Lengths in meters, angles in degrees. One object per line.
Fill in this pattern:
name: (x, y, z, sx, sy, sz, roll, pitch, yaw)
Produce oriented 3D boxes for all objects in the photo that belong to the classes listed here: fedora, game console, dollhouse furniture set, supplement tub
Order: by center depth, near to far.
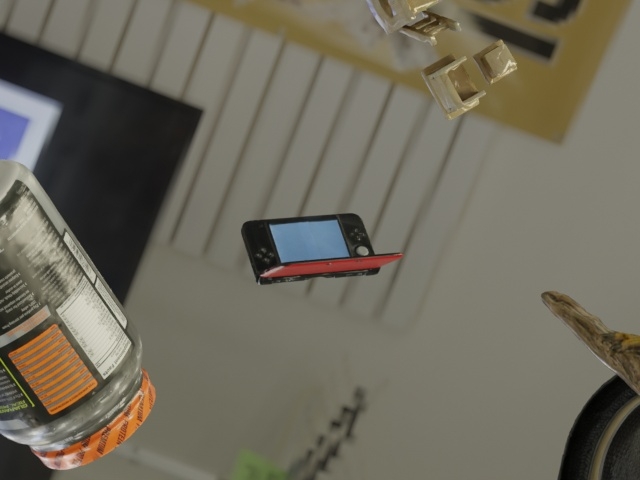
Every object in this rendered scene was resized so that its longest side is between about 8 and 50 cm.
dollhouse furniture set: (0.162, -0.230, 1.867, 0.182, 0.161, 0.101, -29, -176, -11)
game console: (0.000, 0.000, 2.062, 0.085, 0.144, 0.124, 109, -30, -47)
fedora: (0.433, 0.296, 2.182, 0.152, 0.334, 0.334, 145, -34, -81)
supplement tub: (-0.345, 0.091, 2.212, 0.207, 0.338, 0.207, -24, -154, 13)

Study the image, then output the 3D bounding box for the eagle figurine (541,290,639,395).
eagle figurine: (0.317, 0.009, 1.229, 0.298, 0.226, 0.225, -40, 162, 0)
